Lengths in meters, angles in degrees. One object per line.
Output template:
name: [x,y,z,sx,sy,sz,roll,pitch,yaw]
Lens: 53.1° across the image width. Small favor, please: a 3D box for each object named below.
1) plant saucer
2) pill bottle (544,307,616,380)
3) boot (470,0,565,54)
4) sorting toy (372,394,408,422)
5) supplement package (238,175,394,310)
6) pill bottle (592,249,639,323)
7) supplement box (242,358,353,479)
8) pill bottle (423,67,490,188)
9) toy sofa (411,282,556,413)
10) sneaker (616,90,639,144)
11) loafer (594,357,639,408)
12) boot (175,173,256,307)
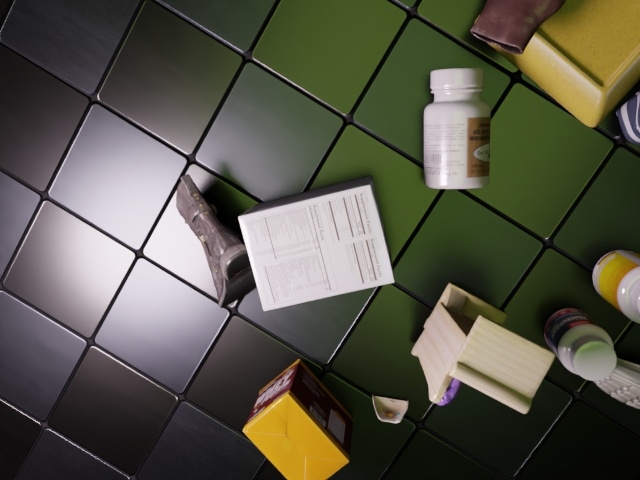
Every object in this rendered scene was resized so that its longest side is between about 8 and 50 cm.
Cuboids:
plant saucer: [0.529,-0.446,1.235,0.332,0.081,0.333,39,101,-2]
pill bottle: [0.531,0.212,1.304,0.107,0.180,0.108,1,100,5]
boot: [0.341,-0.479,1.191,0.248,0.090,0.207,42,99,34]
sorting toy: [0.153,0.383,1.425,0.083,0.075,0.045,9,101,4]
supplement package: [0.000,0.000,1.305,0.262,0.199,0.198,-13,99,7]
pill bottle: [0.624,0.093,1.255,0.117,0.215,0.117,1,100,6]
supplement box: [-0.041,0.396,1.385,0.129,0.194,0.191,-41,95,11]
pill bottle: [0.271,-0.222,1.274,0.131,0.131,0.229,-1,100,6]
toy sofa: [0.298,0.217,1.237,0.150,0.362,0.177,27,95,-1]
sneaker: [0.681,-0.309,1.248,0.099,0.153,0.282,33,71,1]
loafer: [0.721,0.308,1.353,0.319,0.112,0.112,24,66,1]
boot: [-0.231,0.003,1.370,0.091,0.263,0.229,-28,66,-26]
